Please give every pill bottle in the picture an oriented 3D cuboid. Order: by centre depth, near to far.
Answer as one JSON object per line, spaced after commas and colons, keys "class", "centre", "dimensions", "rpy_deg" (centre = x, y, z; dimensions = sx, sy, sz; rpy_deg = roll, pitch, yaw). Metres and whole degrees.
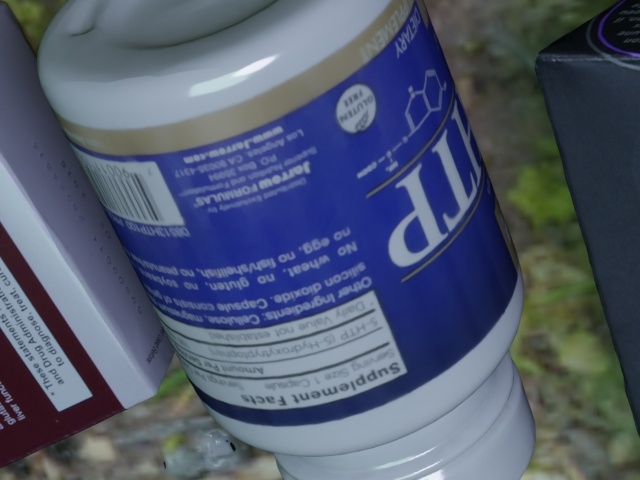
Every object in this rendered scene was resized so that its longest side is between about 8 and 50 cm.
{"class": "pill bottle", "centre": [0.000, 0.000, 0.574], "dimensions": [0.112, 0.112, 0.187], "rpy_deg": [-15, 122, 14]}

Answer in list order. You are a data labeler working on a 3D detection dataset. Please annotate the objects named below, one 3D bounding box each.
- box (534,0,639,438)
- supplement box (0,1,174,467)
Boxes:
{"class": "box", "centre": [0.193, 0.041, 0.522], "dimensions": [0.165, 0.143, 0.270], "rpy_deg": [7, 123, 47]}
{"class": "supplement box", "centre": [-0.180, 0.033, 0.640], "dimensions": [0.239, 0.073, 0.130], "rpy_deg": [-25, 108, 17]}
